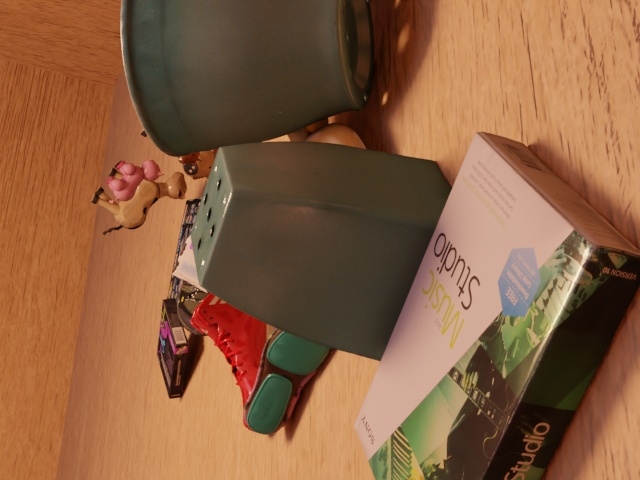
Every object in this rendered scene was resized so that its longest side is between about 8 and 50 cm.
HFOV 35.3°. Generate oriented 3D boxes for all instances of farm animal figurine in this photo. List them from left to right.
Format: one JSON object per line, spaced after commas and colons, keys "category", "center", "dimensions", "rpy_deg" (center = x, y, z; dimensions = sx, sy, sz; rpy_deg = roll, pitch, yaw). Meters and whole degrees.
{"category": "farm animal figurine", "center": [-0.284, -0.177, 2.024], "dimensions": [0.330, 0.172, 0.326], "rpy_deg": [-40, 20, 40]}

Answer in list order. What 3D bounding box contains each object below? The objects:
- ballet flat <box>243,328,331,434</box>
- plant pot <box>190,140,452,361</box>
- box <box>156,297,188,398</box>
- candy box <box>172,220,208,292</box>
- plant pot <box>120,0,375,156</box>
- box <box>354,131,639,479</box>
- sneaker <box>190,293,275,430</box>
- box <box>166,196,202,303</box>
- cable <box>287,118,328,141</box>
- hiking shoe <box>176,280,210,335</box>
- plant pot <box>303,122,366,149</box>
{"category": "ballet flat", "center": [-0.039, 0.152, 1.275], "dimensions": [0.079, 0.077, 0.221], "rpy_deg": [-71, 5, -57]}
{"category": "plant pot", "center": [0.000, 0.000, 0.994], "dimensions": [0.165, 0.234, 0.165], "rpy_deg": [-111, 37, -59]}
{"category": "box", "center": [-0.280, 0.205, 1.898], "dimensions": [0.162, 0.029, 0.116], "rpy_deg": [102, 153, -43]}
{"category": "candy box", "center": [-0.153, -0.040, 1.624], "dimensions": [0.196, 0.070, 0.165], "rpy_deg": [-62, 2, 37]}
{"category": "plant pot", "center": [-0.072, -0.247, 1.250], "dimensions": [0.272, 0.255, 0.271], "rpy_deg": [-2, -90, -74]}
{"category": "box", "center": [0.129, 0.097, 0.835], "dimensions": [0.232, 0.059, 0.322], "rpy_deg": [-116, 42, -62]}
{"category": "sneaker", "center": [-0.127, 0.160, 1.416], "dimensions": [0.087, 0.128, 0.221], "rpy_deg": [123, 154, -48]}
{"category": "box", "center": [-0.239, 0.028, 1.937], "dimensions": [0.175, 0.051, 0.220], "rpy_deg": [178, 103, -70]}
{"category": "cable", "center": [0.000, -0.090, 1.297], "dimensions": [0.287, 0.072, 0.139], "rpy_deg": [-115, 43, -60]}
{"category": "hiking shoe", "center": [-0.204, 0.059, 1.741], "dimensions": [0.227, 0.086, 0.114], "rpy_deg": [-97, 12, -45]}
{"category": "plant pot", "center": [0.001, -0.026, 1.229], "dimensions": [0.236, 0.032, 0.236], "rpy_deg": [3, 94, 64]}
